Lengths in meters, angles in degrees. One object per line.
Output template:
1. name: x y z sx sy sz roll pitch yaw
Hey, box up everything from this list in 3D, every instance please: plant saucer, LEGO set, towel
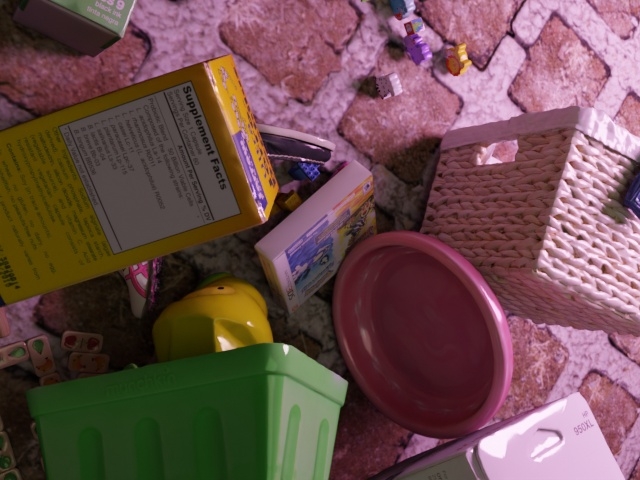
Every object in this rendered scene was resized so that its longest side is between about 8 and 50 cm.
1. plant saucer: 0.161 0.139 1.202 0.084 0.332 0.331 -21 105 -43
2. LEGO set: -0.030 -0.062 1.203 0.227 0.093 0.087 -48 113 -14
3. towel: 0.488 -0.085 1.119 0.067 0.029 0.119 38 76 -25

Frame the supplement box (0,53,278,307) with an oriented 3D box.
1. supplement box: -0.254 -0.080 0.958 0.357 0.195 0.194 -17 106 7

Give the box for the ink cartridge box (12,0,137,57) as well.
1. ink cartridge box: -0.272 -0.399 0.981 0.122 0.211 0.289 22 86 -26

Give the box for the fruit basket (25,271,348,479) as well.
1. fruit basket: -0.161 0.182 1.031 0.392 0.392 0.283 -59 149 -9

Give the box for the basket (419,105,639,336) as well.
1. basket: 0.378 -0.021 1.261 0.331 0.328 0.266 24 78 -27

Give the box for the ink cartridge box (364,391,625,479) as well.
1. ink cartridge box: 0.204 0.392 1.155 0.286 0.395 0.166 -11 70 -42

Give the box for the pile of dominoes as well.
1. pile of dominoes: -0.374 0.256 1.102 0.196 0.040 0.251 -18 104 -23

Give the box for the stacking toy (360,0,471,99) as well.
1. stacking toy: 0.146 -0.358 1.284 0.167 0.052 0.221 -26 104 -23

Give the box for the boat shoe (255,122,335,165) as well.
1. boat shoe: -0.145 -0.122 1.123 0.340 0.127 0.113 6 94 -25

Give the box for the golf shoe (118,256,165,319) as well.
1. golf shoe: -0.270 0.022 1.120 0.086 0.067 0.186 0 97 1

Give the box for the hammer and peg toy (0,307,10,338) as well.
1. hammer and peg toy: -0.553 0.074 0.945 0.361 0.127 0.265 -30 108 -20

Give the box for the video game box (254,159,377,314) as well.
1. video game box: 0.000 0.000 1.191 0.205 0.187 0.048 -42 67 -16
